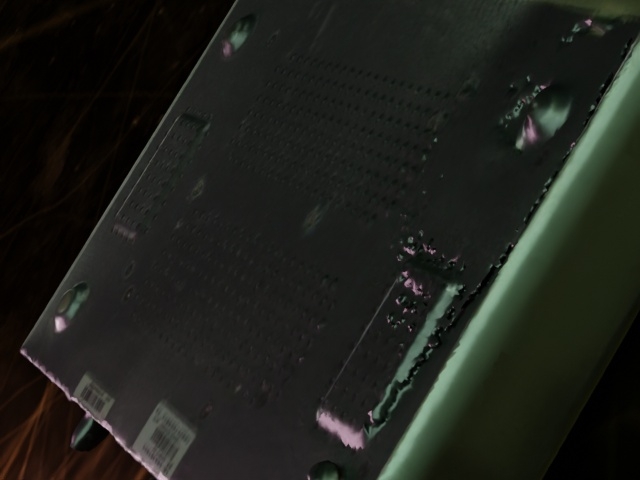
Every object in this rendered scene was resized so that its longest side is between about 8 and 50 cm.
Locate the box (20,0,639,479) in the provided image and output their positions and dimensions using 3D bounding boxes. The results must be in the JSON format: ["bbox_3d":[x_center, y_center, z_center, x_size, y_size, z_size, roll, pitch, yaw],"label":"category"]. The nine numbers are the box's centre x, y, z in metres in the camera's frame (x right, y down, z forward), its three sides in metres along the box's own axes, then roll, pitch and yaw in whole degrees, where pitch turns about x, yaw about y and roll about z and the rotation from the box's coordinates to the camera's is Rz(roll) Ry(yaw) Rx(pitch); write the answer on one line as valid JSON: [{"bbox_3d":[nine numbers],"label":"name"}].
[{"bbox_3d":[0.000,0.000,0.583,0.211,0.045,0.270,-58,27,-2],"label":"box"}]
